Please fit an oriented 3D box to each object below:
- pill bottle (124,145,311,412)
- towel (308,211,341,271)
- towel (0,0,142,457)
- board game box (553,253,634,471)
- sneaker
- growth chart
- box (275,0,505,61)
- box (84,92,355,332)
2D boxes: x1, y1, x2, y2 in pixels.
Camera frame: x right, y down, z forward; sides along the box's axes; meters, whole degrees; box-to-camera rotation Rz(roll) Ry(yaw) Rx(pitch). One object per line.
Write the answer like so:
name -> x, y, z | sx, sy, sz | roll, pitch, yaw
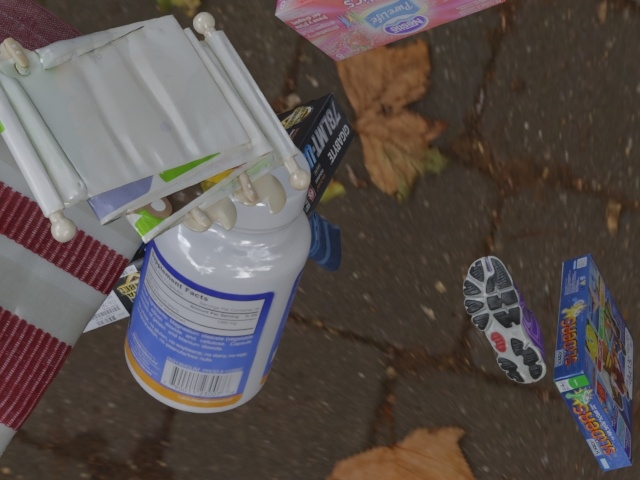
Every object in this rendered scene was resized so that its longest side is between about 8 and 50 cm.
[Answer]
pill bottle -> -0.095, 0.026, 1.449 | 0.152, 0.272, 0.152 | 11, 41, -9
towel -> 0.000, 0.000, 2.030 | 0.029, 0.119, 0.067 | -10, 73, 15
towel -> -0.256, -0.011, 1.159 | 0.329, 0.237, 0.037 | -58, 34, -3
board game box -> 0.295, 0.128, 1.614 | 0.035, 0.201, 0.136 | -18, 119, 24
sneaker -> 0.224, 0.091, 1.820 | 0.068, 0.071, 0.170 | -15, 111, 25
growth chart -> -0.116, -0.077, 1.026 | 0.021, 0.237, 0.172 | -33, 78, 45
box -> 0.099, -0.374, 2.054 | 0.300, 0.142, 0.154 | -15, 55, 39
box -> -0.130, -0.035, 1.734 | 0.293, 0.295, 0.073 | -18, 115, 26
